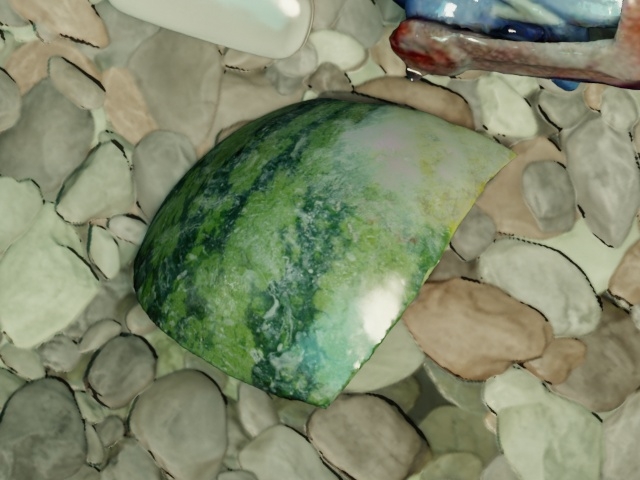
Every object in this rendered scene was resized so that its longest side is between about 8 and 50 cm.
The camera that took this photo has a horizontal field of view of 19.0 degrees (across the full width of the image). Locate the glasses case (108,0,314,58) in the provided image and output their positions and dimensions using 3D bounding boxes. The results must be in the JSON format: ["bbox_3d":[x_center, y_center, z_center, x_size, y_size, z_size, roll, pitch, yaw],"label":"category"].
[{"bbox_3d":[-0.085,-0.184,1.443,0.164,0.041,0.063,17,110,7],"label":"glasses case"}]

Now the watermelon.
[{"bbox_3d":[0.000,0.000,1.430,0.260,0.176,0.256,-55,50,22],"label":"watermelon"}]

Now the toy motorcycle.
[{"bbox_3d":[0.113,-0.231,1.308,0.319,0.182,0.241,22,137,6],"label":"toy motorcycle"}]
